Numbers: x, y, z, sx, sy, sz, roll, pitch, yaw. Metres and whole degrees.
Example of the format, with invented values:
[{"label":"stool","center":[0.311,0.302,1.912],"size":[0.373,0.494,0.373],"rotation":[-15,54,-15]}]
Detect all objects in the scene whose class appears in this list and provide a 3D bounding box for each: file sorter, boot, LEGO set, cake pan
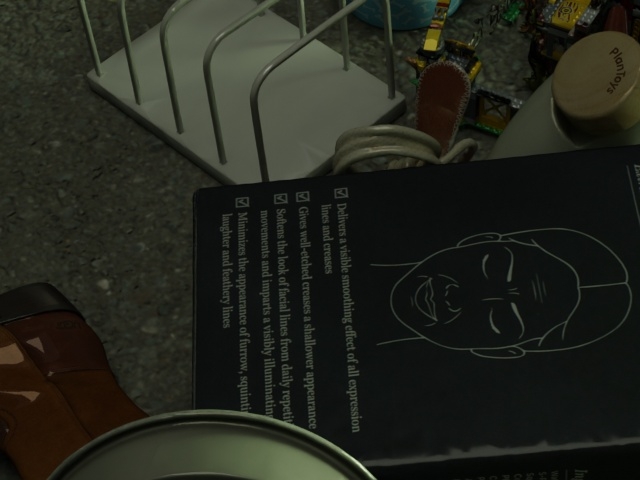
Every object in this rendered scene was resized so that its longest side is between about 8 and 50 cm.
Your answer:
[{"label":"file sorter","center":[-0.084,-0.200,1.626],"size":[0.193,0.173,0.277],"rotation":[-39,55,-24]},{"label":"boot","center":[-0.265,0.181,1.379],"size":[0.264,0.096,0.280],"rotation":[-20,46,-27]},{"label":"LEGO set","center":[0.239,-0.240,1.602],"size":[0.255,0.192,0.331],"rotation":[30,58,25]},{"label":"cake pan","center":[-0.075,0.258,1.159],"size":[0.293,0.293,0.054],"rotation":[-4,24,3]}]

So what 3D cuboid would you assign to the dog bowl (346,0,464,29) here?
[{"label":"dog bowl","center":[0.055,-0.334,1.789],"size":[0.166,0.074,0.297],"rotation":[-28,53,-16]}]

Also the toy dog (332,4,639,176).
[{"label":"toy dog","center":[0.171,-0.100,1.429],"size":[0.333,0.220,0.161],"rotation":[-10,54,9]}]

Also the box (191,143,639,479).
[{"label":"box","center":[0.105,0.111,1.312],"size":[0.395,0.212,0.293],"rotation":[-5,49,3]}]
